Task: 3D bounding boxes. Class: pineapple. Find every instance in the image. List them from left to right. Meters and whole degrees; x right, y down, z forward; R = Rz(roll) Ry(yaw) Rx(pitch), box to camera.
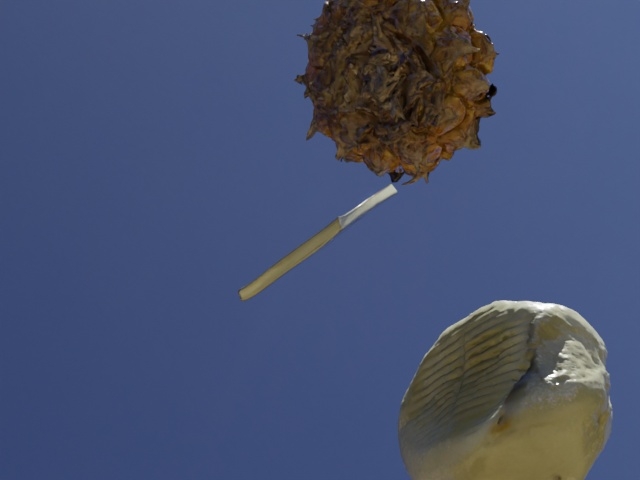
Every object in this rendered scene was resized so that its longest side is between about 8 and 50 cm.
[{"bbox_3d":[0.064,-0.155,1.294,0.076,0.225,0.224,-13,-54,-63],"label":"pineapple"}]

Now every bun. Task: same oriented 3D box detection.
[{"bbox_3d":[0.184,0.163,1.293,0.145,0.229,0.229,35,-85,-20],"label":"bun"}]

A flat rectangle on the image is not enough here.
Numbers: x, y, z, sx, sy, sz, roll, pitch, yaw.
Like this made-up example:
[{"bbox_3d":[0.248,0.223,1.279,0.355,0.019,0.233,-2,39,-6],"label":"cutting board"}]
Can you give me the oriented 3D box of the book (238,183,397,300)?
[{"bbox_3d":[0.000,0.000,1.439,0.138,0.199,0.016,-36,-91,23],"label":"book"}]
